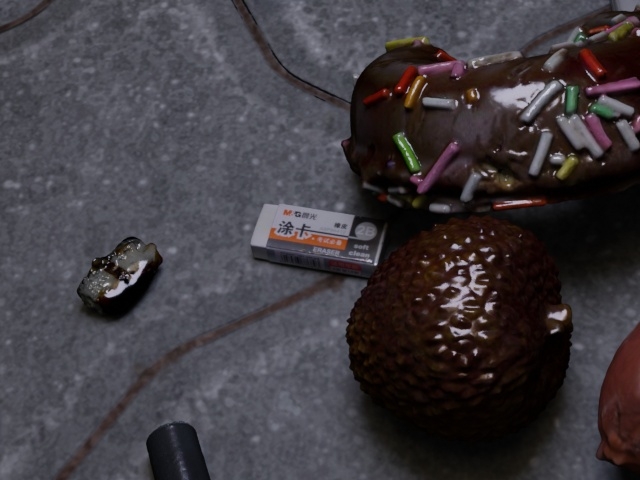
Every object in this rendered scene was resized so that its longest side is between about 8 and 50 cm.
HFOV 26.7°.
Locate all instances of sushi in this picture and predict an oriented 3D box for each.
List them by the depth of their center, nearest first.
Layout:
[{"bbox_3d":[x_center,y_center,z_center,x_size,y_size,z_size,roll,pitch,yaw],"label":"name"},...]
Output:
[{"bbox_3d":[-0.182,0.033,1.245,0.046,0.044,0.083,30,66,25],"label":"sushi"}]

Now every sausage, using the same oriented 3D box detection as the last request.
[{"bbox_3d":[0.322,0.099,1.082,0.254,0.148,0.148,-35,59,-21],"label":"sausage"}]

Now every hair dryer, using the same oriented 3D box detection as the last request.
[{"bbox_3d":[-0.033,0.209,1.109,0.194,0.050,0.173,-17,56,-9],"label":"hair dryer"}]

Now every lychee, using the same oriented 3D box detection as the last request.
[{"bbox_3d":[0.118,0.074,1.100,0.194,0.194,0.194,-3,55,5],"label":"lychee"}]

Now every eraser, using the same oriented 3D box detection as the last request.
[{"bbox_3d":[0.000,0.000,1.253,0.122,0.029,0.052,10,57,13],"label":"eraser"}]

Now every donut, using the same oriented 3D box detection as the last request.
[{"bbox_3d":[0.181,-0.116,1.187,0.345,0.136,0.259,-9,15,7],"label":"donut"}]

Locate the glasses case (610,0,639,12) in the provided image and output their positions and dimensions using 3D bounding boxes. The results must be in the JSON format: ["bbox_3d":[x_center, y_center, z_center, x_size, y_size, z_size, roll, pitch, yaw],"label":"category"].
[{"bbox_3d":[0.330,-0.219,1.352,0.063,0.041,0.164,-6,55,1],"label":"glasses case"}]
